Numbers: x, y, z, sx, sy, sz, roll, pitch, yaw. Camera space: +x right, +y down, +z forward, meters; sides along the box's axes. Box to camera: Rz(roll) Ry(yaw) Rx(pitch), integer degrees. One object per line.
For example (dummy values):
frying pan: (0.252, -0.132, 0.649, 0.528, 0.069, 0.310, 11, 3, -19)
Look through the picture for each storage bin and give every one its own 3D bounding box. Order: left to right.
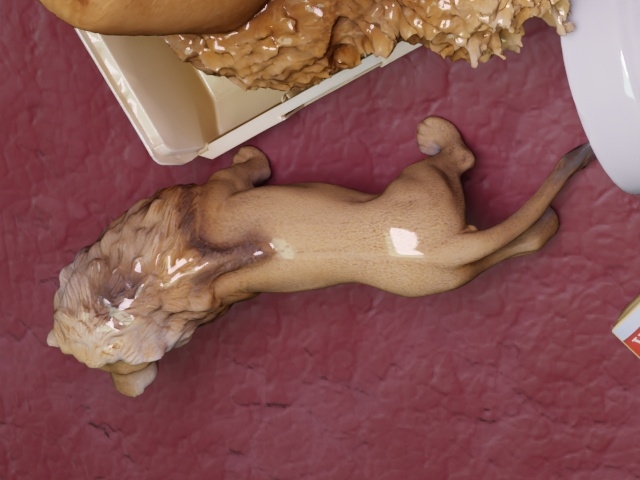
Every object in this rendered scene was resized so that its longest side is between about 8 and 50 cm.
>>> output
storage bin: (-0.057, -0.221, 1.328, 0.262, 0.123, 0.260, -27, 97, 26)

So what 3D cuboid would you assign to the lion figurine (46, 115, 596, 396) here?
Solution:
lion figurine: (0.000, 0.000, 1.319, 0.392, 0.240, 0.142, -14, 103, 24)

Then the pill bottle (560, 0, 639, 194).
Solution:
pill bottle: (0.349, -0.147, 1.111, 0.363, 0.210, 0.210, -13, 103, 27)

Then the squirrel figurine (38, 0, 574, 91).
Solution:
squirrel figurine: (0.003, -0.279, 1.074, 0.370, 0.281, 0.397, -33, 128, 18)

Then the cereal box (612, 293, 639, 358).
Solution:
cereal box: (0.362, 0.089, 1.322, 0.240, 0.047, 0.173, 45, 117, 2)
